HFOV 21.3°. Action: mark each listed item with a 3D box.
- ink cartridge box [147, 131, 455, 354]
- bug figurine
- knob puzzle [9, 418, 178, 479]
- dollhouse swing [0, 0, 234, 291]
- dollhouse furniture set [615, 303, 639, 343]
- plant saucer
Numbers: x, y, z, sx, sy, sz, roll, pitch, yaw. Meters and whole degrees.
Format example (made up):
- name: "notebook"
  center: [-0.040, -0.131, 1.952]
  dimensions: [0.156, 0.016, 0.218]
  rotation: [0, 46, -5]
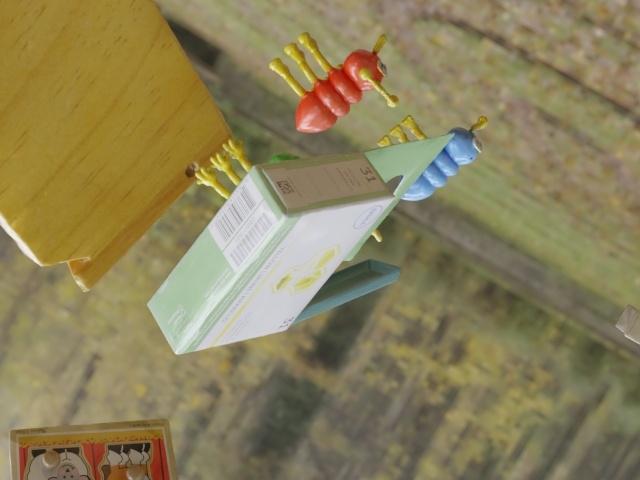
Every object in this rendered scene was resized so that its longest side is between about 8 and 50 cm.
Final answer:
- name: "ink cartridge box"
  center: [0.000, 0.000, 1.312]
  dimensions: [0.235, 0.171, 0.056]
  rotation: [-10, -122, -45]
- name: "bug figurine"
  center: [0.026, -0.066, 1.492]
  dimensions: [0.279, 0.216, 0.072]
  rotation: [29, -157, -55]
- name: "knob puzzle"
  center: [-0.228, 0.278, 1.751]
  dimensions: [0.213, 0.213, 0.030]
  rotation: [30, 149, 0]
- name: "dollhouse swing"
  center: [-0.300, -0.205, 1.682]
  dimensions: [0.305, 0.315, 0.347]
  rotation: [30, 160, 40]
- name: "dollhouse furniture set"
  center: [0.489, 0.076, 2.111]
  dimensions: [0.161, 0.182, 0.101]
  rotation: [28, -174, -21]
- name: "plant saucer"
  center: [-0.004, 0.063, 1.870]
  dimensions: [0.067, 0.192, 0.018]
  rotation: [16, 124, 56]
